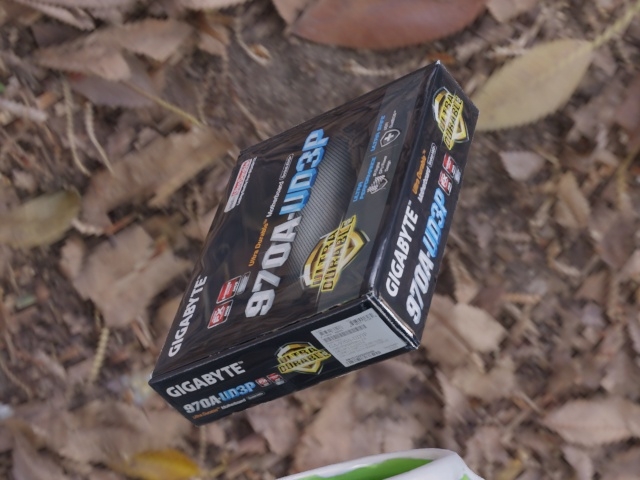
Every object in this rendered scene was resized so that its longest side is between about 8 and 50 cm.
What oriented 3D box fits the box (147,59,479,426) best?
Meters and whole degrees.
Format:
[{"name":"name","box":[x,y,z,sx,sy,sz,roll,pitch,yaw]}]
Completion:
[{"name":"box","box":[0.000,0.000,1.014,0.175,0.220,0.051,-22,123,34]}]

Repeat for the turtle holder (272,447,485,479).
[{"name":"turtle holder","box":[0.032,0.209,0.708,0.243,0.320,0.227,-16,88,11]}]
